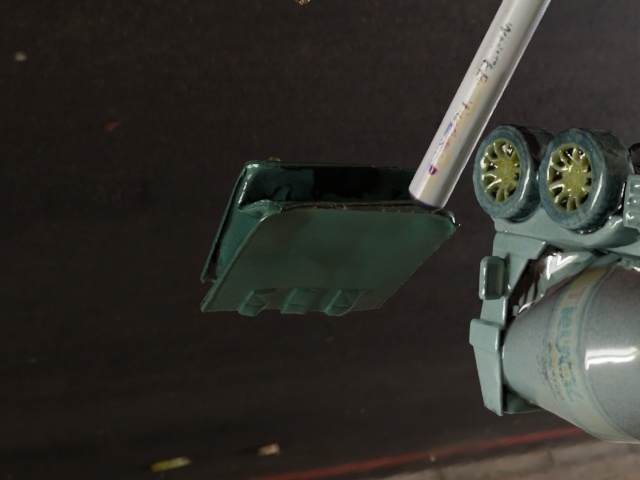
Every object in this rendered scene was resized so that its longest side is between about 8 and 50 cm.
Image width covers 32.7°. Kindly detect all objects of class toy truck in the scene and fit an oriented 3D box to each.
[{"bbox_3d":[0.152,0.027,0.440,0.108,0.140,0.257,0,-173,-27],"label":"toy truck"}]

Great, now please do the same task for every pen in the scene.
[{"bbox_3d":[0.128,-0.140,0.743,0.033,0.033,0.269,5,120,-40],"label":"pen"}]

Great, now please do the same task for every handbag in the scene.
[{"bbox_3d":[0.000,-0.005,1.365,0.269,0.100,0.274,0,150,-21],"label":"handbag"}]

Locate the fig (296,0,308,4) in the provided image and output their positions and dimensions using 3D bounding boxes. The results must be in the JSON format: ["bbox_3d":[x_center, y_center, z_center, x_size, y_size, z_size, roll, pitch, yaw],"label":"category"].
[{"bbox_3d":[-0.068,-0.323,1.042,0.149,0.245,0.149,-37,163,-13],"label":"fig"}]
